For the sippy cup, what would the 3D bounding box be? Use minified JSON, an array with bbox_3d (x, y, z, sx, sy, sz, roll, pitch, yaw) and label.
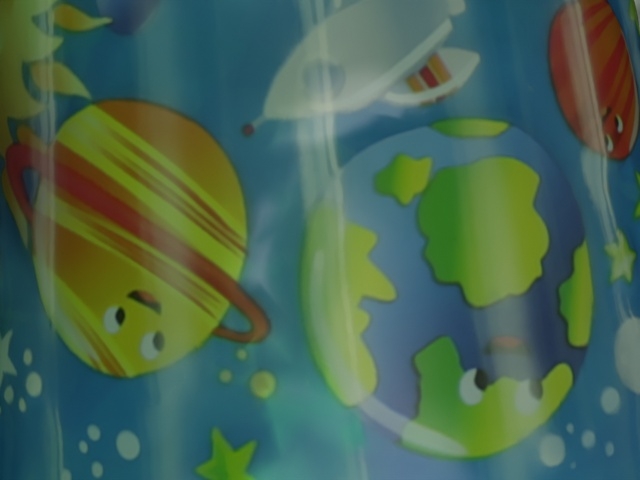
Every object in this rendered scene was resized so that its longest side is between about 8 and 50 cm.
[{"bbox_3d":[0.000,0.000,0.464,0.305,0.240,0.224,-15,102,-47],"label":"sippy cup"}]
